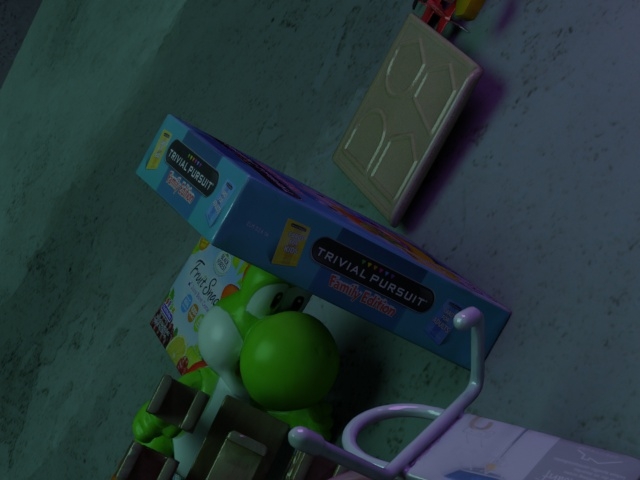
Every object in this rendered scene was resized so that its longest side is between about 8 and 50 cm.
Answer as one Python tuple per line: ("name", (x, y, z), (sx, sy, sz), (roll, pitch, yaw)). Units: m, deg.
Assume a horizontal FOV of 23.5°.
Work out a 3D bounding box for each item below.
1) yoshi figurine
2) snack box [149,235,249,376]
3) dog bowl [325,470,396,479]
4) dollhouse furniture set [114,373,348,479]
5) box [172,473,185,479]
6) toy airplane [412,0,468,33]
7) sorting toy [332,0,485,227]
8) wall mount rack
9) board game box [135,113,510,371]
("yoshi figurine", (-0.094, 0.196, 1.726), (0.362, 0.203, 0.203), (-63, -11, 18))
("snack box", (-0.132, 0.090, 2.021), (0.174, 0.070, 0.207), (-58, 30, 9))
("dog bowl", (0.030, 0.369, 1.319), (0.408, 0.150, 0.408), (-32, 29, 21))
("dollhouse furniture set", (-0.119, 0.288, 1.616), (0.242, 0.212, 0.161), (-64, 4, -10))
("box", (-0.180, 0.271, 1.994), (0.094, 0.027, 0.137), (-22, 49, 52))
("toy airplane", (0.145, -0.287, 1.924), (0.151, 0.028, 0.151), (-40, 37, 39))
("sorting toy", (0.128, -0.186, 1.834), (0.307, 0.041, 0.229), (-61, 28, 15))
("wall mount rack", (0.146, 0.166, 1.223), (0.350, 0.304, 0.130), (12, 117, 30))
("board game box", (0.000, 0.000, 1.601), (0.079, 0.336, 0.254), (-60, 29, 4))
